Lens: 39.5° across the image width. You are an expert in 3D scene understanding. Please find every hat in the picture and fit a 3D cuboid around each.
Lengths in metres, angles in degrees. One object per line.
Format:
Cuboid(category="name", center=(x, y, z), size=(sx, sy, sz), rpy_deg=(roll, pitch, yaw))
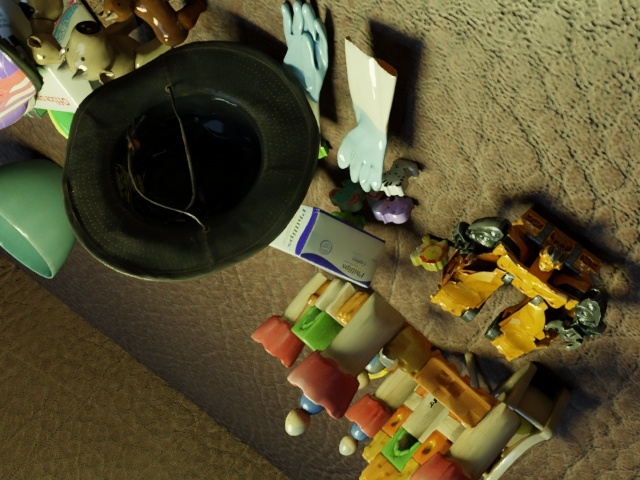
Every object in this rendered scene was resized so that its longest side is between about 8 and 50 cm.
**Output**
Cuboid(category="hat", center=(-0.156, -0.087, 1.150), size=(0.331, 0.331, 0.134), rpy_deg=(33, 171, 15))

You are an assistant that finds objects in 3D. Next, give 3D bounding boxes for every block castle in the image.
Cuboid(category="block castle", center=(0.065, 0.225, 1.305), size=(0.303, 0.213, 0.453), rpy_deg=(41, 174, -10))

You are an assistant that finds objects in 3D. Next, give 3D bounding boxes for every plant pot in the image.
Cuboid(category="plant pot", center=(-0.677, -0.080, 2.112), size=(0.290, 0.195, 0.290), rpy_deg=(32, 156, 16))

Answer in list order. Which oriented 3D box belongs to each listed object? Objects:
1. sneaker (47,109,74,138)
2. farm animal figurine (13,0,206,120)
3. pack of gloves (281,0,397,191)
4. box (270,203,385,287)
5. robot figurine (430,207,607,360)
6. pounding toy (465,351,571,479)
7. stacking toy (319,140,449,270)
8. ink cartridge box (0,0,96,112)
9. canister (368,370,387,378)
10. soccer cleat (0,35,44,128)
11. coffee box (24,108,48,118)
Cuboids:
Cuboid(category="sneaker", center=(-0.358, -0.196, 1.580), size=(0.295, 0.109, 0.123), rpy_deg=(40, 134, 5))
Cuboid(category="farm animal figurine", center=(-0.310, -0.270, 1.253), size=(0.330, 0.172, 0.326), rpy_deg=(24, 152, 32))
Cuboid(category="pack of gloves", center=(0.026, -0.178, 1.085), size=(0.195, 0.046, 0.232), rpy_deg=(45, 154, 25))
Cuboid(category="box", center=(0.000, 0.000, 1.251), size=(0.126, 0.072, 0.137), rpy_deg=(25, 178, -32))
Cuboid(category="robot figurine", center=(0.245, 0.056, 1.120), size=(0.211, 0.085, 0.291), rpy_deg=(37, 157, 5))
Cuboid(category="pounding toy", center=(0.259, 0.273, 1.398), size=(0.155, 0.154, 0.269), rpy_deg=(37, 156, 7))
Cuboid(category="stacking toy", center=(0.067, -0.051, 1.237), size=(0.221, 0.052, 0.167), rpy_deg=(20, 149, 40))
Cuboid(category="ink cartridge box", center=(-0.463, -0.344, 1.417), size=(0.201, 0.117, 0.278), rpy_deg=(14, 146, 47))
Cuboid(category="canister", center=(0.053, 0.176, 1.638), size=(0.170, 0.073, 0.126), rpy_deg=(41, 157, -7))
Cuboid(category="soccer cleat", center=(-0.495, -0.226, 1.343), size=(0.108, 0.116, 0.318), rpy_deg=(46, 163, -10))
Cuboid(category="coffee box", center=(-0.641, -0.310, 1.842), size=(0.184, 0.040, 0.113), rpy_deg=(16, 148, 43))
